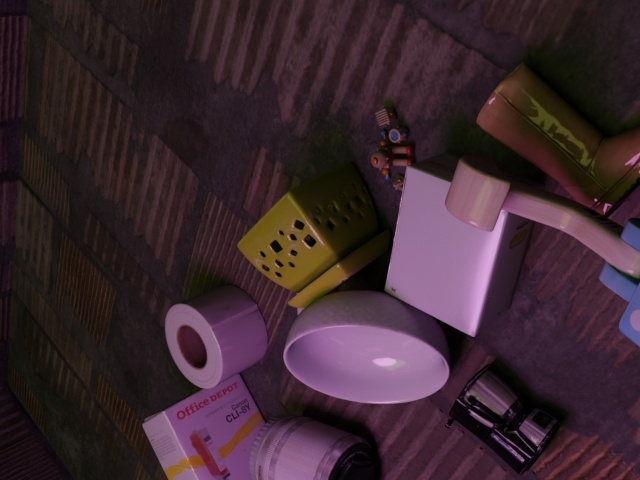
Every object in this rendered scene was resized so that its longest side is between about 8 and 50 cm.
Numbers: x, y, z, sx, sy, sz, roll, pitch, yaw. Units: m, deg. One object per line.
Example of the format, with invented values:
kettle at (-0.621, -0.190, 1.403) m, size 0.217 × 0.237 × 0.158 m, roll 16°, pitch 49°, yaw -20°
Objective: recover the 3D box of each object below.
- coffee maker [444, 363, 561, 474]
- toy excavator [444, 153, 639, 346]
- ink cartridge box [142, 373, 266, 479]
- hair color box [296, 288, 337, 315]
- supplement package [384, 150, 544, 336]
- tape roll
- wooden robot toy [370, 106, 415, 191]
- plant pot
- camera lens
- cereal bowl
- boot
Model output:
coffee maker at (0.355, 0.357, 1.248) m, size 0.178 × 0.120 × 0.171 m, roll 40°, pitch 152°, yaw 27°
toy excavator at (0.444, 0.021, 0.882) m, size 0.445 × 0.432 × 0.222 m, roll -128°, pitch 48°, yaw -56°
ink cartridge box at (-0.281, 0.604, 1.800) m, size 0.160 × 0.279 × 0.385 m, roll -37°, pitch 80°, yaw 44°
hair color box at (-0.008, 0.139, 1.530) m, size 0.093 × 0.053 × 0.167 m, roll 14°, pitch 113°, yaw 38°
supplement package at (0.256, 0.001, 1.167) m, size 0.204 × 0.145 × 0.262 m, roll 26°, pitch 123°, yaw 34°
tape roll at (-0.288, 0.261, 1.757) m, size 0.246 × 0.169 × 0.246 m, roll 18°, pitch 118°, yaw 38°
wooden robot toy at (0.134, -0.172, 1.261) m, size 0.076 × 0.079 × 0.173 m, roll 7°, pitch 110°, yaw 42°
plant pot at (0.000, 0.000, 1.357) m, size 0.207 × 0.228 × 0.227 m, roll 54°, pitch 134°, yaw 5°
camera lens at (-0.014, 0.564, 1.579) m, size 0.274 × 0.219 × 0.219 m, roll 7°, pitch 110°, yaw 41°
cereal bowl at (0.098, 0.205, 1.328) m, size 0.338 × 0.141 × 0.339 m, roll 6°, pitch 143°, yaw 4°
boot at (0.402, -0.188, 1.001) m, size 0.269 × 0.089 × 0.236 m, roll 49°, pitch 132°, yaw 20°
